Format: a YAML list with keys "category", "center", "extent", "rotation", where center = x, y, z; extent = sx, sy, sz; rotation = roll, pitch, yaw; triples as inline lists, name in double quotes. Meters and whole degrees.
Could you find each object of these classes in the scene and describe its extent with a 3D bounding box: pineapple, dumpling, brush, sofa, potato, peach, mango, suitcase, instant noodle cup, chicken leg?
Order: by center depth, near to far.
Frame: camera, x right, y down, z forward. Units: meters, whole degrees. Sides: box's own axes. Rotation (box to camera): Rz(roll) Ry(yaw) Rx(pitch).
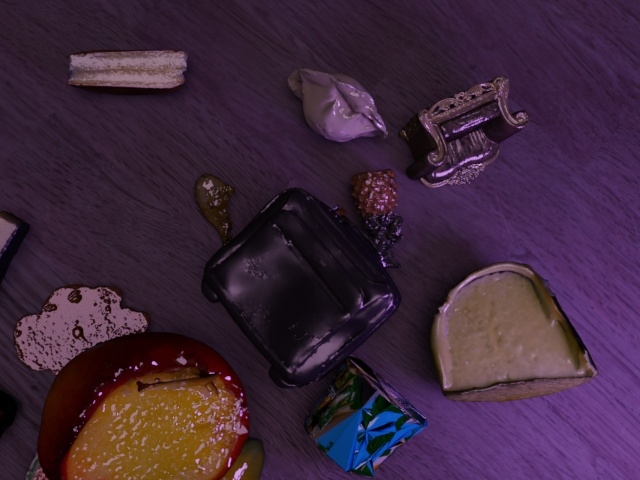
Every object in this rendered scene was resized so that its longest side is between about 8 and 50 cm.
- category: "peach"
  center: [-0.359, 0.350, 1.503]
  extent: [0.405, 0.310, 0.335]
  rotation: [-16, 107, -22]
- category: "suitcase"
  center: [-0.033, 0.093, 1.564]
  extent: [0.339, 0.188, 0.345]
  rotation: [-42, 73, 3]
- category: "brush"
  center: [-0.689, 0.036, 1.586]
  extent: [0.059, 0.123, 0.197]
  rotation: [27, 85, -8]
- category: "mango"
  center: [-0.201, 0.536, 1.609]
  extent: [0.091, 0.137, 0.238]
  rotation: [11, 77, 37]
- category: "instant noodle cup"
  center: [0.088, 0.383, 1.609]
  extent: [0.240, 0.240, 0.178]
  rotation: [40, 91, -2]
- category: "dumpling"
  center: [0.042, -0.302, 1.656]
  extent: [0.258, 0.193, 0.147]
  rotation: [30, 79, -1]
- category: "chicken leg"
  center: [-0.223, -0.066, 1.675]
  extent: [0.093, 0.070, 0.178]
  rotation: [-15, 96, 10]
- category: "potato"
  center: [0.406, 0.209, 1.678]
  extent: [0.330, 0.213, 0.280]
  rotation: [-10, 71, 6]
- category: "sofa"
  center: [0.324, -0.226, 1.681]
  extent: [0.258, 0.200, 0.182]
  rotation: [-24, 87, -9]
- category: "pineapple"
  center: [0.129, -0.040, 1.698]
  extent: [0.119, 0.111, 0.237]
  rotation: [-8, 93, 23]

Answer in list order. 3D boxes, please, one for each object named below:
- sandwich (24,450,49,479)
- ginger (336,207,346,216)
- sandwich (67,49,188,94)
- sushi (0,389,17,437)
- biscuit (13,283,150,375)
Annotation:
- category: "sandwich"
  center: [-0.555, 0.512, 1.592]
  extent: [0.159, 0.079, 0.235]
  rotation: [-3, 88, -8]
- category: "ginger"
  center: [0.000, 0.000, 1.693]
  extent: [0.103, 0.073, 0.162]
  rotation: [10, 90, -9]
- category: "sandwich"
  center: [-0.422, -0.374, 1.660]
  extent: [0.258, 0.096, 0.094]
  rotation: [0, 93, -8]
- category: "sushi"
  center: [-0.754, 0.346, 1.554]
  extent: [0.225, 0.136, 0.126]
  rotation: [34, 86, -10]
- category: "biscuit"
  center: [-0.517, 0.198, 1.635]
  extent: [0.290, 0.041, 0.209]
  rotation: [-8, 88, -8]
